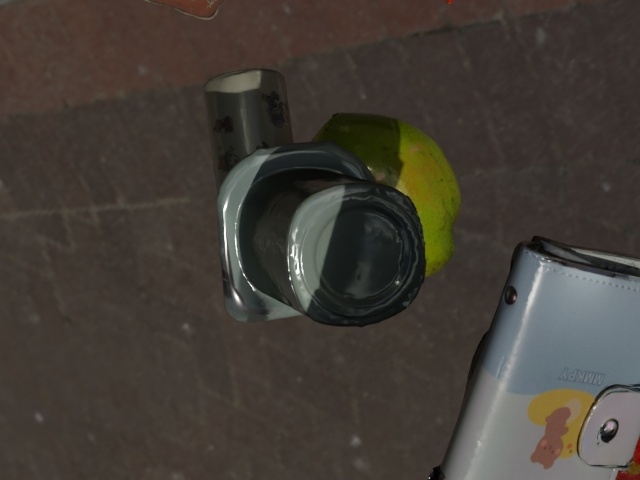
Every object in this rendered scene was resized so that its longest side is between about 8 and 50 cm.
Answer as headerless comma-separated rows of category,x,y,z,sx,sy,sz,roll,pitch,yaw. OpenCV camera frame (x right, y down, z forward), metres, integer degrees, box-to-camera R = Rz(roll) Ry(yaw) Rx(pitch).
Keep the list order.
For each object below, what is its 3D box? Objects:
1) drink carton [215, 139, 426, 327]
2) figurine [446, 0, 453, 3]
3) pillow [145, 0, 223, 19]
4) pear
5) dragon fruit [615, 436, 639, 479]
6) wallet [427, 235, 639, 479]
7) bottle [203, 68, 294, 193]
drink carton,0.000,0.000,1.350,0.189,0.185,0.191,-152,59,-73
figurine,0.180,-0.500,1.745,0.411,0.306,0.241,37,166,3
pillow,-0.166,-0.377,1.778,0.179,0.171,0.075,-49,50,31
pear,0.082,-0.054,1.642,0.219,0.187,0.187,39,141,12
dragon fruit,0.336,0.180,1.497,0.224,0.224,0.227,17,142,39
wallet,0.165,0.116,0.949,0.069,0.170,0.231,34,109,56
bottle,-0.083,-0.096,1.695,0.110,0.110,0.233,-18,78,52
